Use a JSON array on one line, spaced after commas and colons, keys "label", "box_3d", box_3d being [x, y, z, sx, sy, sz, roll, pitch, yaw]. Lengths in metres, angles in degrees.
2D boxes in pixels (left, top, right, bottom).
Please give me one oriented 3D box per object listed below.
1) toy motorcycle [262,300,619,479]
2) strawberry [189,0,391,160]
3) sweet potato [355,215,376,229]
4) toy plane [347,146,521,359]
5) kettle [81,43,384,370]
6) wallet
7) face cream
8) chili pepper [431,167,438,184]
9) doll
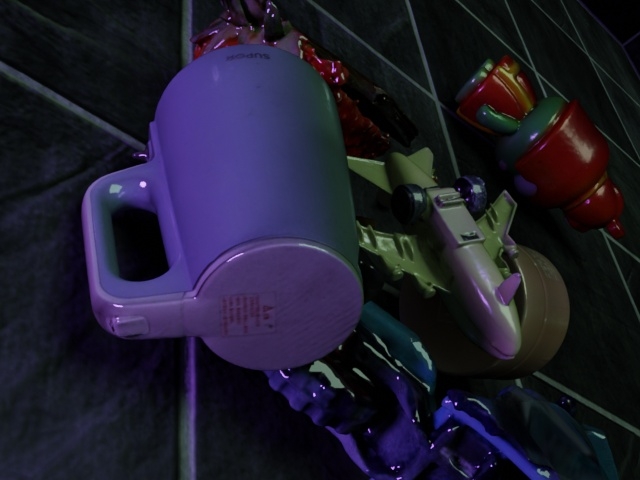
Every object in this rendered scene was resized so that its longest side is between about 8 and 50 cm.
[{"label": "toy motorcycle", "box_3d": [0.122, 0.178, 0.763, 0.416, 0.172, 0.232, 38, 20, 0]}, {"label": "strawberry", "box_3d": [-0.034, -0.132, 0.888, 0.188, 0.106, 0.286, 42, 0, 41]}, {"label": "sweet potato", "box_3d": [-0.006, -0.002, 0.853, 0.068, 0.068, 0.226, 55, 26, 4]}, {"label": "toy plane", "box_3d": [0.114, 0.001, 0.817, 0.229, 0.092, 0.244, -8, 47, -31]}, {"label": "kettle", "box_3d": [-0.072, -0.024, 0.673, 0.210, 0.160, 0.243, 0, 37, -10]}, {"label": "wallet", "box_3d": [0.007, -0.184, 0.972, 0.232, 0.031, 0.122, 39, -1, 32]}, {"label": "face cream", "box_3d": [0.170, 0.070, 0.935, 0.104, 0.149, 0.149, 14, 47, -50]}, {"label": "chili pepper", "box_3d": [0.109, -0.064, 1.120, 0.045, 0.027, 0.178, 49, 29, 2]}, {"label": "doll", "box_3d": [0.375, -0.143, 1.453, 0.363, 0.160, 0.182, 50, 28, -5]}]
